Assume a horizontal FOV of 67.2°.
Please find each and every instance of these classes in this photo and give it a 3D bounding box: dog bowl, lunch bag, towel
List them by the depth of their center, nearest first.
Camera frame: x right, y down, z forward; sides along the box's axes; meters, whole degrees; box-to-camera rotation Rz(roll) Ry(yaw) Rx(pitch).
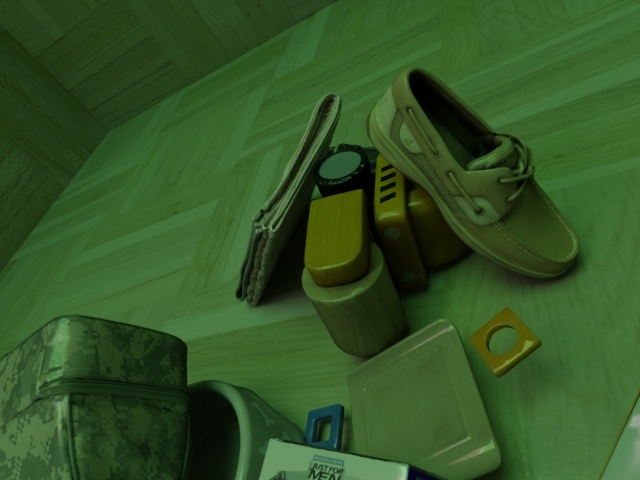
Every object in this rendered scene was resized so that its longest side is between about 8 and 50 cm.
[{"bbox_3d":[-0.317,0.277,0.611,0.305,0.213,0.256,-32,51,23],"label":"lunch bag"},{"bbox_3d":[-0.182,0.354,0.664,0.349,0.102,0.348,-29,35,22],"label":"dog bowl"},{"bbox_3d":[-0.063,-0.065,0.909,0.332,0.053,0.316,116,179,-59],"label":"towel"}]

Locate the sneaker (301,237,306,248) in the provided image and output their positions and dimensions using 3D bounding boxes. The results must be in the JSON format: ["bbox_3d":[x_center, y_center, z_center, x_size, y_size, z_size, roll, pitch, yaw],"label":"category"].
[{"bbox_3d":[0.000,0.000,0.978,0.083,0.031,0.035,-7,33,31],"label":"sneaker"}]

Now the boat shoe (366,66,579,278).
[{"bbox_3d":[0.211,-0.080,0.622,0.121,0.341,0.110,-53,3,-27],"label":"boat shoe"}]

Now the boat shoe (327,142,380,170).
[{"bbox_3d":[0.051,-0.181,1.087,0.224,0.073,0.080,-1,51,42],"label":"boat shoe"}]

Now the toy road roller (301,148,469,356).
[{"bbox_3d":[0.120,-0.006,0.734,0.241,0.202,0.329,-11,42,19],"label":"toy road roller"}]

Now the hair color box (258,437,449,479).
[{"bbox_3d":[0.001,0.379,0.446,0.185,0.110,0.338,-9,56,39],"label":"hair color box"}]

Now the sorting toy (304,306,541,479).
[{"bbox_3d":[0.120,0.216,0.595,0.348,0.047,0.196,-37,33,22],"label":"sorting toy"}]

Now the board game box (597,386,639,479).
[{"bbox_3d":[0.280,0.259,0.295,0.242,0.064,0.316,29,99,52],"label":"board game box"}]
